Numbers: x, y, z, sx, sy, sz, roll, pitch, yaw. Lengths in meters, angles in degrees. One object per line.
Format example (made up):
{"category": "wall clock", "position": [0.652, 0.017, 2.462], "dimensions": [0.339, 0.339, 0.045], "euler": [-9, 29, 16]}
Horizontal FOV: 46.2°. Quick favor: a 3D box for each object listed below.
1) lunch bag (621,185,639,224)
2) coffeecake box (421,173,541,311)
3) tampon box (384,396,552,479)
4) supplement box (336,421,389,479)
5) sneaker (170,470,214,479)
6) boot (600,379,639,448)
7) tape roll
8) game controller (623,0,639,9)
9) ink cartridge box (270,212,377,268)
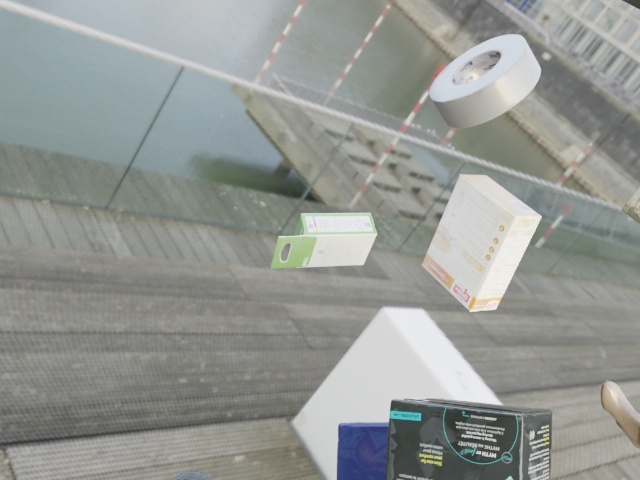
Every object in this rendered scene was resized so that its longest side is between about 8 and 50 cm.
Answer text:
{"category": "lunch bag", "position": [0.779, -0.089, 1.493], "dimensions": [0.235, 0.287, 0.169], "euler": [40, -18, 17]}
{"category": "coffeecake box", "position": [0.265, 0.003, 1.262], "dimensions": [0.068, 0.185, 0.142], "euler": [0, 32, -35]}
{"category": "tampon box", "position": [0.128, 0.223, 0.648], "dimensions": [0.120, 0.161, 0.101], "euler": [0, -9, 32]}
{"category": "supplement box", "position": [0.181, 0.367, 1.049], "dimensions": [0.356, 0.194, 0.195], "euler": [32, 55, -58]}
{"category": "sneaker", "position": [-0.234, 0.631, 1.434], "dimensions": [0.145, 0.147, 0.384], "euler": [-4, 47, -19]}
{"category": "boot", "position": [0.489, 0.279, 1.172], "dimensions": [0.118, 0.042, 0.087], "euler": [57, -7, -28]}
{"category": "tape roll", "position": [0.335, -0.328, 1.540], "dimensions": [0.072, 0.219, 0.219], "euler": [51, 16, -25]}
{"category": "game controller", "position": [0.302, -0.264, 0.726], "dimensions": [0.319, 0.067, 0.166], "euler": [16, 24, -24]}
{"category": "ink cartridge box", "position": [0.000, 0.000, 1.543], "dimensions": [0.209, 0.109, 0.062], "euler": [-2, 53, -18]}
